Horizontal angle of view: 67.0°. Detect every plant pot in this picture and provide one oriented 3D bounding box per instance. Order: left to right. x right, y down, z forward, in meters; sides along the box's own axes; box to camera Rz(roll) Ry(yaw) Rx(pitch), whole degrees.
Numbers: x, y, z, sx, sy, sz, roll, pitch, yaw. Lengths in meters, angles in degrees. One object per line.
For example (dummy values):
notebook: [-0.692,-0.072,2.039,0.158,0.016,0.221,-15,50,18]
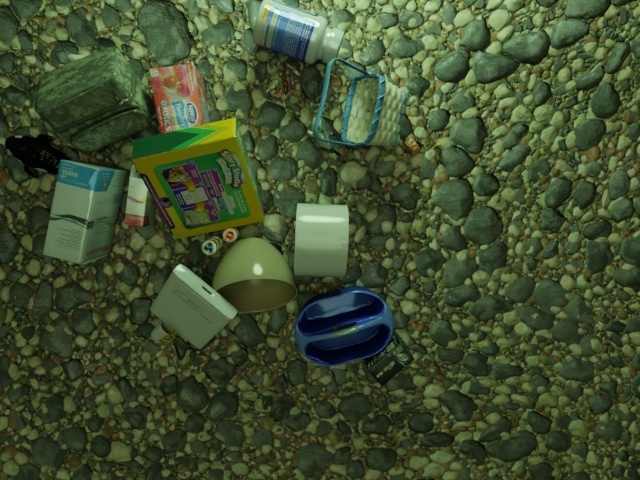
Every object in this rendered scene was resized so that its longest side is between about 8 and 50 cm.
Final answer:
plant pot: [-0.227,0.104,1.625,0.284,0.284,0.190,-8,61,0]

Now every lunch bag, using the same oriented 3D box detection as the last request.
lunch bag: [-0.698,-0.427,1.547,0.305,0.256,0.212,-24,54,3]

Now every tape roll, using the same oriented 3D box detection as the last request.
tape roll: [0.000,0.000,1.605,0.169,0.246,0.245,2,97,-2]

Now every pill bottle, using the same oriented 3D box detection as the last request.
pill bottle: [-0.068,-0.664,1.564,0.272,0.152,0.152,19,97,-4]

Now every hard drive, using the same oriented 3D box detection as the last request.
hard drive: [-0.430,0.231,1.605,0.233,0.353,0.047,41,50,-6]

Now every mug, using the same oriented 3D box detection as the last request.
mug: [-0.567,0.334,1.729,0.064,0.062,0.078,-37,90,11]

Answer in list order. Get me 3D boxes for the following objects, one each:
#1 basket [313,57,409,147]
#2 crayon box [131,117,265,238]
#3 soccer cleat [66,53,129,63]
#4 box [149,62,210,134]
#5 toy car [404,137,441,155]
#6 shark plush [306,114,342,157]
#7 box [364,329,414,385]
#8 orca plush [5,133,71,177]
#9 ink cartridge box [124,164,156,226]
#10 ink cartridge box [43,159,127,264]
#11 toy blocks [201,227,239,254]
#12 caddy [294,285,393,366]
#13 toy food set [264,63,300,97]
basket: [0.124,-0.418,1.559,0.289,0.201,0.254,10,97,-34]
crayon box: [-0.372,-0.185,1.542,0.314,0.106,0.362,-13,139,-1]
soccer cleat: [-0.734,-0.586,1.606,0.197,0.068,0.076,16,92,-10]
box: [-0.446,-0.405,1.590,0.142,0.154,0.299,-8,96,-1]
toy car: [0.355,-0.338,1.671,0.122,0.040,0.060,-19,97,2]
shark plush: [0.026,-0.356,1.657,0.161,0.073,0.067,47,64,-2]
box: [0.234,0.403,1.693,0.147,0.180,0.077,-41,96,3]
orca plush: [-0.937,-0.262,1.620,0.287,0.102,0.151,44,94,-6]
ink cartridge box: [-0.599,-0.151,1.635,0.067,0.115,0.198,9,98,-1]
ink cartridge box: [-0.765,-0.097,1.585,0.129,0.223,0.307,14,97,-2]
toy blocks: [-0.342,0.002,1.645,0.123,0.148,0.054,-29,97,3]
caddy: [0.080,0.296,1.678,0.342,0.179,0.241,-15,97,1]
toy food set: [-0.126,-0.536,1.645,0.078,0.019,0.122,38,95,-5]
